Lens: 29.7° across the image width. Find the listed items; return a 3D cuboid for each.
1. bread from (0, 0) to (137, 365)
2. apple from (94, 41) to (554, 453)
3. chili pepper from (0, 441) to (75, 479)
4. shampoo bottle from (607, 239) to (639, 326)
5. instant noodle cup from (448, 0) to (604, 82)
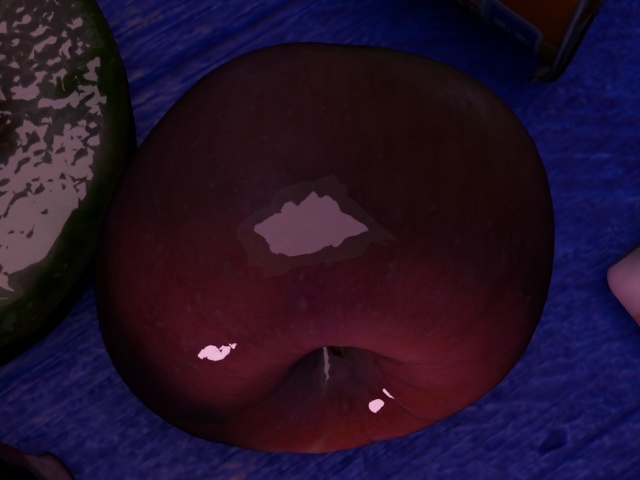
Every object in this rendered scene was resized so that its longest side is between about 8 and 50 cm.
[{"bbox_3d":[-0.316,-0.078,0.856,0.366,0.129,0.382,-2,79,-5],"label":"bread"},{"bbox_3d":[0.000,0.000,0.798,0.306,0.305,0.235,-7,56,-6],"label":"apple"},{"bbox_3d":[-0.262,0.286,0.748,0.305,0.229,0.251,-28,100,-10],"label":"chili pepper"},{"bbox_3d":[0.299,0.078,0.910,0.074,0.074,0.192,-38,84,-10],"label":"shampoo bottle"},{"bbox_3d":[0.145,-0.292,0.875,0.214,0.296,0.296,29,78,9],"label":"instant noodle cup"}]
